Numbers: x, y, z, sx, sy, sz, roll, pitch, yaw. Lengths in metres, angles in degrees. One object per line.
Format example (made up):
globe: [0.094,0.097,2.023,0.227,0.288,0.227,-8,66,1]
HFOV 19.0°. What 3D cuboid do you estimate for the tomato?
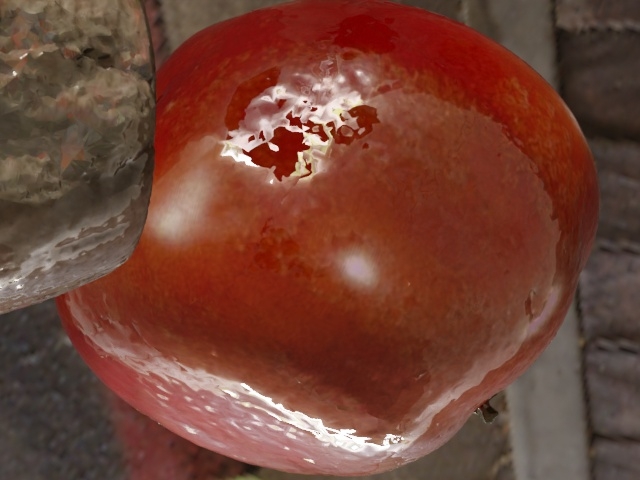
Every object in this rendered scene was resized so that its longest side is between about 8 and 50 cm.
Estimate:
tomato: [0.000,0.000,1.194,0.290,0.293,0.325,42,162,-18]

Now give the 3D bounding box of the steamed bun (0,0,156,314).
steamed bun: [-0.129,-0.057,0.680,0.106,0.144,0.175,11,114,66]
